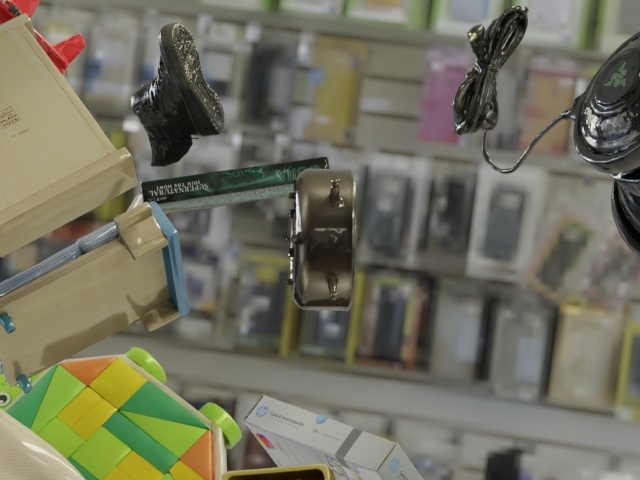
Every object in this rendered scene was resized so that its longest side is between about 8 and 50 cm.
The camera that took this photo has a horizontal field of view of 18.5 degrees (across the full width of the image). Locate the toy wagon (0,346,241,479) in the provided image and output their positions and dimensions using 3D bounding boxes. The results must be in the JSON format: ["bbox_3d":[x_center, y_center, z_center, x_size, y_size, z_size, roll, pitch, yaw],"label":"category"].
[{"bbox_3d":[-0.267,0.232,2.180,0.344,0.267,0.068,35,-24,26],"label":"toy wagon"}]

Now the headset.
[{"bbox_3d":[0.288,-0.095,1.574,0.394,0.185,0.243,9,-25,29],"label":"headset"}]

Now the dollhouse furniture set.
[{"bbox_3d":[-0.302,0.000,1.826,0.286,0.303,0.198,-29,58,-15],"label":"dollhouse furniture set"}]

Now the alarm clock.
[{"bbox_3d":[0.000,0.000,1.813,0.064,0.129,0.192,1,-2,0],"label":"alarm clock"}]

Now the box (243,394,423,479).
[{"bbox_3d":[0.029,0.226,1.882,0.186,0.038,0.145,13,-33,45],"label":"box"}]

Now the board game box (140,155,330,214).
[{"bbox_3d":[-0.081,-0.054,1.980,0.186,0.026,0.126,-8,-4,1],"label":"board game box"}]

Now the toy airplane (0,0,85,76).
[{"bbox_3d":[-0.296,-0.211,1.976,0.151,0.151,0.028,5,4,-40],"label":"toy airplane"}]

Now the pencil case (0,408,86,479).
[{"bbox_3d":[-0.273,0.279,1.146,0.183,0.410,0.160,24,-19,21],"label":"pencil case"}]

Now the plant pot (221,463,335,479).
[{"bbox_3d":[-0.022,0.212,1.480,0.081,0.081,0.083,-6,-9,12],"label":"plant pot"}]

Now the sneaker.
[{"bbox_3d":[-0.153,-0.143,1.949,0.089,0.051,0.170,-4,-42,19],"label":"sneaker"}]
